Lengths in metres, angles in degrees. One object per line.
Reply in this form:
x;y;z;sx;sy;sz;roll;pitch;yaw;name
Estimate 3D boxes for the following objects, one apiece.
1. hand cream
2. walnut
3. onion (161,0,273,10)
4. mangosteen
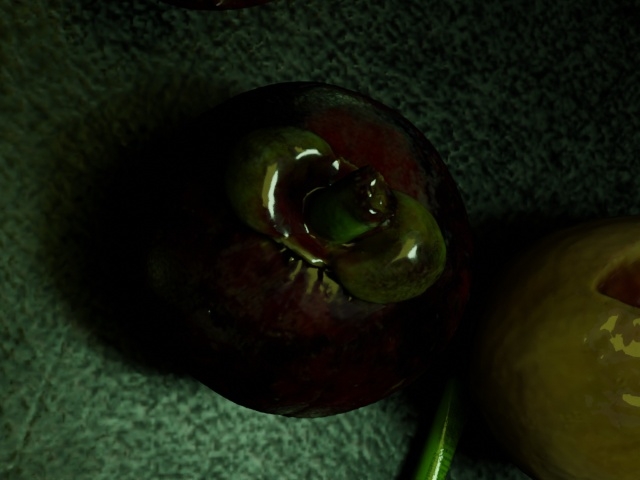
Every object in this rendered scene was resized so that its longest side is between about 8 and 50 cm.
0.086;0.145;1.063;0.036;0.023;0.122;35;73;-43;hand cream
0.242;0.077;1.048;0.297;0.203;0.203;-2;91;-20;walnut
-0.058;-0.283;0.893;0.195;0.272;0.272;-40;111;-60;onion
0.000;0.007;0.919;0.216;0.216;0.216;0;90;-26;mangosteen
